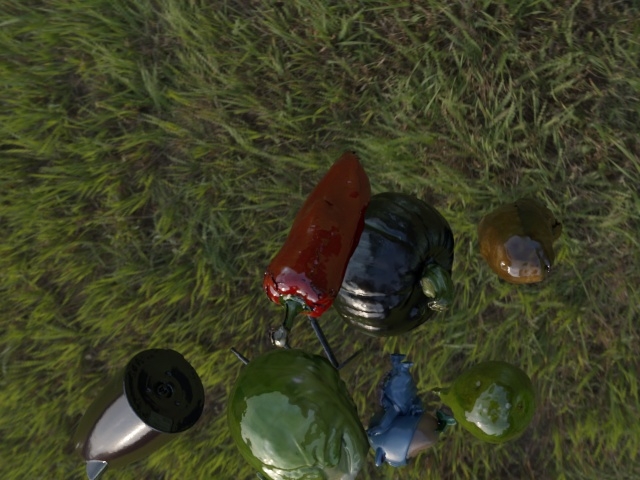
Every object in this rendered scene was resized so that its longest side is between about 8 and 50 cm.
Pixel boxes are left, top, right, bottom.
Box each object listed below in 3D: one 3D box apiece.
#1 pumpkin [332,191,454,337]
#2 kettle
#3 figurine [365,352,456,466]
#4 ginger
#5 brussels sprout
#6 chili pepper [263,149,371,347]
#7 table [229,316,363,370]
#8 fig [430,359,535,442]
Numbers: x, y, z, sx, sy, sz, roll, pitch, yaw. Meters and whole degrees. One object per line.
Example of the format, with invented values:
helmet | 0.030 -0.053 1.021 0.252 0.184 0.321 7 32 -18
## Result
pumpkin | 0.165 0.052 1.228 0.296 0.296 0.295 5 111 12
kettle | -0.319 0.278 1.047 0.144 0.202 0.232 32 126 -29
figurine | 0.148 0.280 1.007 0.145 0.114 0.178 1 94 9
ginger | 0.436 -0.017 1.361 0.172 0.321 0.165 29 121 14
brussels sprout | -0.042 0.292 0.997 0.244 0.244 0.244 5 111 12
chili pepper | 0.000 0.000 0.922 0.110 0.387 0.110 16 147 11
table | -0.085 0.336 1.760 0.249 0.317 0.317 48 115 14
fig | 0.460 0.425 1.735 0.233 0.314 0.232 -2 102 -11
